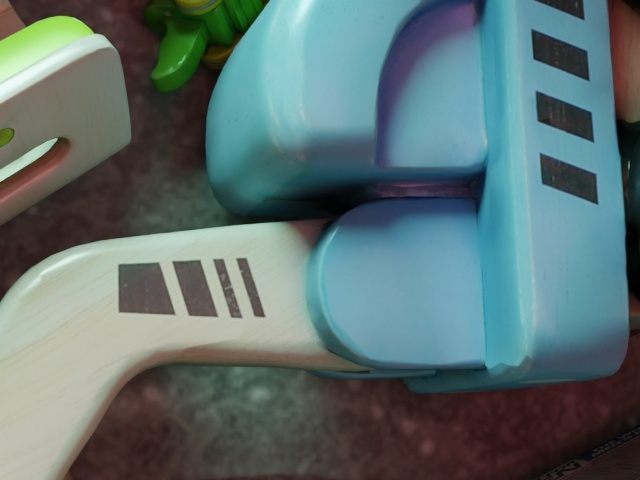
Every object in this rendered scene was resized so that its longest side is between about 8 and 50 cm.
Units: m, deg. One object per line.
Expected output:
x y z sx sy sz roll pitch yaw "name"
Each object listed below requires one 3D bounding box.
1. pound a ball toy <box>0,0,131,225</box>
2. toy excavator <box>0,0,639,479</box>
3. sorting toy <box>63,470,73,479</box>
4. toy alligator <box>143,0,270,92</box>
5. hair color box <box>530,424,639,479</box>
-0.239 -0.069 0.665 0.319 0.136 0.208 -35 71 -19 "pound a ball toy"
0.000 0.000 0.686 0.445 0.222 0.433 0 82 -14 "toy excavator"
-0.251 0.192 0.665 0.307 0.041 0.229 -22 96 -20 "sorting toy"
-0.039 -0.155 0.771 0.051 0.056 0.190 30 70 28 "toy alligator"
0.226 0.272 0.764 0.174 0.105 0.347 -24 97 -18 "hair color box"
